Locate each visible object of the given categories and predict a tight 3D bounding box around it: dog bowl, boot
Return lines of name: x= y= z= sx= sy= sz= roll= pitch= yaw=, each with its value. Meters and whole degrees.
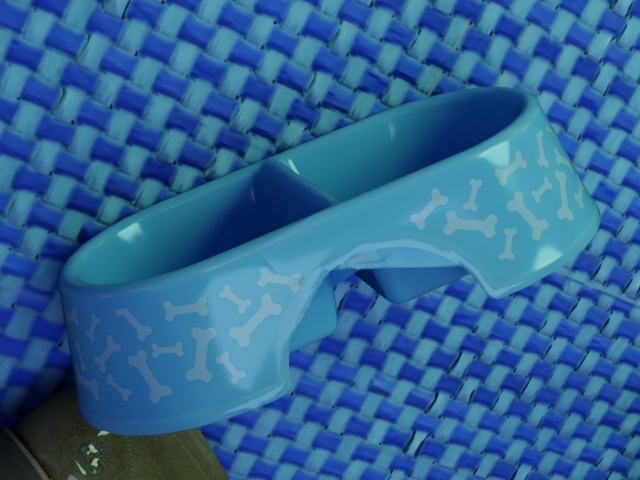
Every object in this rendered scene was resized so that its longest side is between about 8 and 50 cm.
dog bowl: x=0.000 y=0.000 z=0.710 sx=0.297 sy=0.166 sz=0.074 roll=-22 pitch=109 yaw=-11
boot: x=-0.081 y=0.204 z=0.808 sx=0.115 sy=0.112 sz=0.305 roll=-37 pitch=123 yaw=-19
